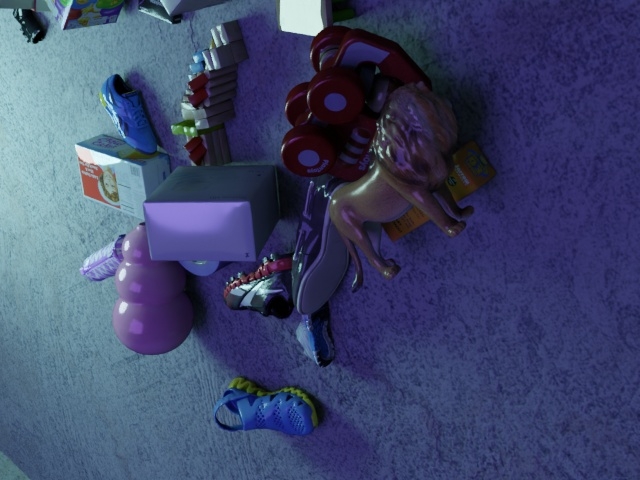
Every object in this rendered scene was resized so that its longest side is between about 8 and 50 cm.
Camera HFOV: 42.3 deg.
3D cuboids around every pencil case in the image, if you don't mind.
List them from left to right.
[{"bbox_3d":[-0.572,0.053,2.256,0.206,0.088,0.086,-26,91,47],"label":"pencil case"}]

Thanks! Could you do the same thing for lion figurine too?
[{"bbox_3d":[0.110,-0.078,1.423,0.240,0.142,0.392,48,127,-3],"label":"lion figurine"}]

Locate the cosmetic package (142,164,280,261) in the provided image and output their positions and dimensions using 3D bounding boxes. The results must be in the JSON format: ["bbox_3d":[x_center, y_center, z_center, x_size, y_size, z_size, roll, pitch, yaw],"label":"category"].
[{"bbox_3d":[-0.221,-0.061,1.732,0.224,0.224,0.138,0,115,10],"label":"cosmetic package"}]

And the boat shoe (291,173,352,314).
[{"bbox_3d":[0.000,0.000,1.717,0.095,0.112,0.335,46,131,39],"label":"boat shoe"}]

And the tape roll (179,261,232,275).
[{"bbox_3d":[-0.278,-0.016,1.965,0.189,0.080,0.189,19,123,33],"label":"tape roll"}]

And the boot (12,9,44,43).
[{"bbox_3d":[-0.743,-0.569,2.115,0.099,0.045,0.121,57,143,6],"label":"boot"}]

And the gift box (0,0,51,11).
[{"bbox_3d":[-0.762,-0.683,1.911,0.276,0.258,0.255,37,124,35],"label":"gift box"}]

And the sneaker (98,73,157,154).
[{"bbox_3d":[-0.452,-0.302,1.978,0.082,0.069,0.209,-37,85,42],"label":"sneaker"}]

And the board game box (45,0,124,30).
[{"bbox_3d":[-0.494,-0.605,1.780,0.144,0.142,0.275,58,140,12],"label":"board game box"}]

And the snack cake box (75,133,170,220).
[{"bbox_3d":[-0.492,-0.159,2.074,0.264,0.089,0.152,19,125,34],"label":"snack cake box"}]

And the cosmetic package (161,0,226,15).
[{"bbox_3d":[-0.294,-0.609,1.613,0.113,0.160,0.309,-34,88,45],"label":"cosmetic package"}]

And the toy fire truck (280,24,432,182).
[{"bbox_3d":[0.078,-0.224,1.473,0.254,0.169,0.302,17,132,-15],"label":"toy fire truck"}]

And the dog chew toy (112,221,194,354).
[{"bbox_3d":[-0.429,0.117,2.091,0.207,0.207,0.331,12,112,37],"label":"dog chew toy"}]

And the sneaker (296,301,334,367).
[{"bbox_3d":[-0.026,0.193,1.859,0.083,0.071,0.190,17,122,42],"label":"sneaker"}]

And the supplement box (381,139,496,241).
[{"bbox_3d":[0.202,-0.086,1.502,0.233,0.080,0.078,-36,88,43],"label":"supplement box"}]

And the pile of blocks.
[{"bbox_3d":[-0.261,-0.304,1.776,0.149,0.113,0.362,34,130,24],"label":"pile of blocks"}]

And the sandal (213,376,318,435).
[{"bbox_3d":[-0.144,0.430,2.038,0.317,0.138,0.126,-1,108,40],"label":"sandal"}]

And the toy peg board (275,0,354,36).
[{"bbox_3d":[-0.010,-0.464,1.509,0.161,0.079,0.161,26,128,49],"label":"toy peg board"}]

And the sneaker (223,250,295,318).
[{"bbox_3d":[-0.129,0.125,1.875,0.276,0.098,0.135,-30,71,45],"label":"sneaker"}]

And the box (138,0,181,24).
[{"bbox_3d":[-0.345,-0.559,1.777,0.116,0.029,0.162,27,128,30],"label":"box"}]
